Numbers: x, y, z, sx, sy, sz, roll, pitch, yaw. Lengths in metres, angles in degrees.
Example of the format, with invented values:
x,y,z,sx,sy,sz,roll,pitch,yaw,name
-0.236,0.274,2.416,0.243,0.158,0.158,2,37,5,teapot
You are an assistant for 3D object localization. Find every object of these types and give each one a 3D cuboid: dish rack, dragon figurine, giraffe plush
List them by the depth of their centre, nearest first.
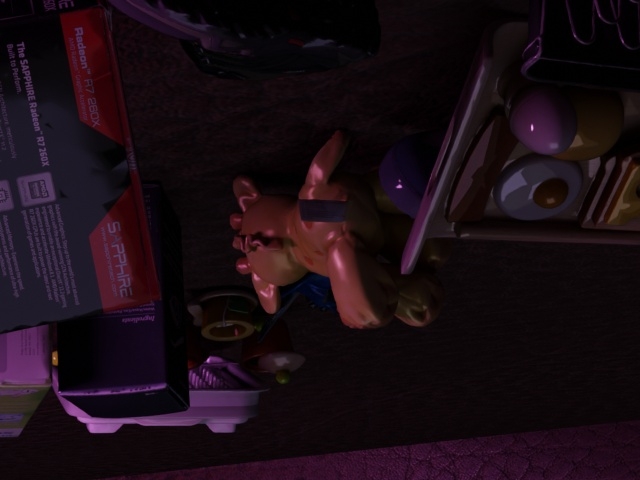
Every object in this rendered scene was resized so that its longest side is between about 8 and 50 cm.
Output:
x,y,z,sx,sy,sz,roll,pitch,yaw,name
0.274,-0.181,0.883,0.208,0.074,0.271,2,162,-20,dish rack
0.000,0.000,1.291,0.210,0.181,0.170,23,158,-39,giraffe plush
-0.011,0.026,1.476,0.144,0.085,0.289,15,150,-42,dragon figurine
-0.237,0.212,1.881,0.285,0.072,0.333,3,-178,-16,dish rack

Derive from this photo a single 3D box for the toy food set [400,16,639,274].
x,y,z,sx,sy,sz,roll,pitch,yaw,name
0.233,-0.055,1.085,0.306,0.092,0.220,2,131,-18,toy food set

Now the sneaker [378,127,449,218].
x,y,z,sx,sy,sz,roll,pitch,yaw,name
0.212,-0.078,1.197,0.319,0.112,0.131,0,146,-21,sneaker

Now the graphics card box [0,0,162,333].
x,y,z,sx,sy,sz,roll,pitch,yaw,name
-0.308,-0.034,0.896,0.371,0.094,0.233,-13,123,-10,graphics card box

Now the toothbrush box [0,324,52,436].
x,y,z,sx,sy,sz,roll,pitch,yaw,name
-0.347,0.076,1.366,0.122,0.206,0.283,1,163,-17,toothbrush box

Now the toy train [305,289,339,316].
x,y,z,sx,sy,sz,roll,pitch,yaw,name
0.039,0.086,1.795,0.036,0.027,0.158,-28,152,30,toy train

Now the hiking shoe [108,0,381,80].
x,y,z,sx,sy,sz,roll,pitch,yaw,name
-0.068,-0.144,0.905,0.227,0.086,0.114,10,155,-41,hiking shoe

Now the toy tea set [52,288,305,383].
x,y,z,sx,sy,sz,roll,pitch,yaw,name
-0.179,0.151,1.751,0.336,0.124,0.200,-1,154,-12,toy tea set

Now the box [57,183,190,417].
x,y,z,sx,sy,sz,roll,pitch,yaw,name
-0.197,0.065,1.357,0.108,0.207,0.153,-4,163,1,box
